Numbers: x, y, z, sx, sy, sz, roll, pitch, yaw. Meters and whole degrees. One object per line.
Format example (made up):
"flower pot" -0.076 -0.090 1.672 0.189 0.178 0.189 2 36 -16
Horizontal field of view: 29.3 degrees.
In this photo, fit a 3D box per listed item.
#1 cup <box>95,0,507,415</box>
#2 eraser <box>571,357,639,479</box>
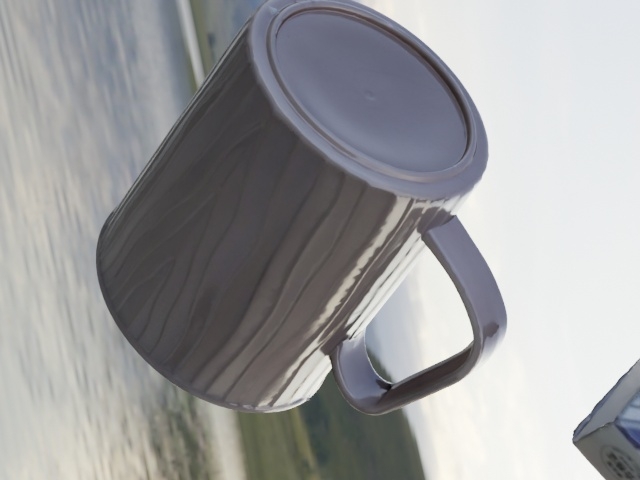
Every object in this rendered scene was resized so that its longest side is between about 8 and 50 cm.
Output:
"cup" -0.016 -0.002 0.920 0.273 0.208 0.288 -52 -132 39
"eraser" 0.291 0.175 0.865 0.210 0.124 0.068 48 -34 3
